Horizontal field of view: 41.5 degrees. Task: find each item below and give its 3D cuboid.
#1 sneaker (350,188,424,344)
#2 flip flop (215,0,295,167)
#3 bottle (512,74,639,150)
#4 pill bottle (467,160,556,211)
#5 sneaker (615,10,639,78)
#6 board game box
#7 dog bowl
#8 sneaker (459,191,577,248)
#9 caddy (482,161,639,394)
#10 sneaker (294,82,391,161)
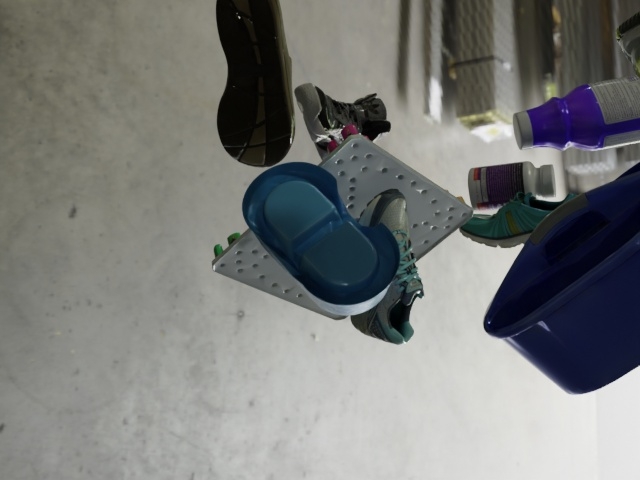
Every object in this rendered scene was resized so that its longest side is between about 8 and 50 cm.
[{"bbox_3d":[0.135,0.050,1.470,0.110,0.122,0.283,-15,117,-35],"label":"sneaker"},{"bbox_3d":[-0.082,-0.222,1.126,0.080,0.112,0.277,-60,153,-53],"label":"flip flop"},{"bbox_3d":[0.477,-0.213,1.451,0.092,0.282,0.118,74,5,-53],"label":"bottle"},{"bbox_3d":[0.453,-0.130,1.995,0.108,0.193,0.108,-6,90,-69],"label":"pill bottle"},{"bbox_3d":[0.474,-0.238,0.917,0.384,0.145,0.147,140,-72,-83],"label":"sneaker"},{"bbox_3d":[0.046,-0.017,1.652,0.390,0.390,0.050,26,32,-43],"label":"board game box"},{"bbox_3d":[0.000,0.000,1.364,0.166,0.297,0.074,-37,154,-17],"label":"dog bowl"},{"bbox_3d":[0.426,-0.053,1.796,0.107,0.275,0.110,-46,126,-51],"label":"sneaker"},{"bbox_3d":[0.348,0.027,1.038,0.179,0.341,0.241,44,33,-3],"label":"caddy"},{"bbox_3d":[0.046,-0.240,1.589,0.268,0.153,0.101,59,9,-71],"label":"sneaker"}]
